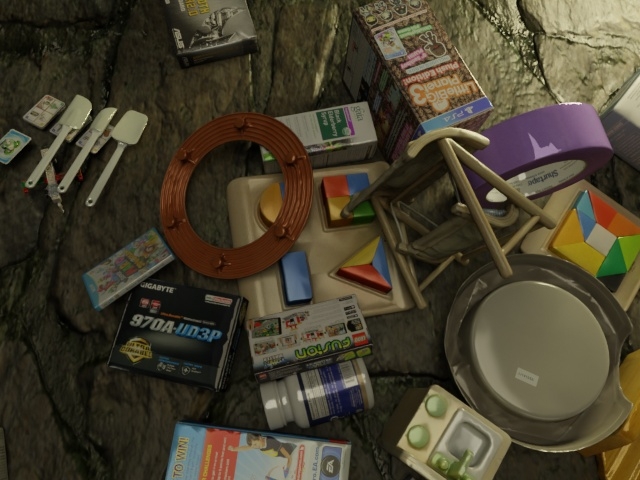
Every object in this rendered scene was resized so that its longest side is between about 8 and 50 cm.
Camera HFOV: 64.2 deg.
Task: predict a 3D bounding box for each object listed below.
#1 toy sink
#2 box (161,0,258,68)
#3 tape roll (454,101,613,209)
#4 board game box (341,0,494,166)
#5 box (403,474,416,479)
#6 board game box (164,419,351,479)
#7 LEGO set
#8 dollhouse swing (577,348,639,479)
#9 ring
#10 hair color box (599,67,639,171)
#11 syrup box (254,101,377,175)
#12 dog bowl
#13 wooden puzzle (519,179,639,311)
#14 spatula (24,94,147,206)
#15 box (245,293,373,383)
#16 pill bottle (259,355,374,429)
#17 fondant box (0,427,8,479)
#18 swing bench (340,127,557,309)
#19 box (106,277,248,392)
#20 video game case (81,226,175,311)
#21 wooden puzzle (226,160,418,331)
[{"bbox_3d":[0.204,0.333,0.840,0.153,0.234,0.131,33,75,8],"label":"toy sink"},{"bbox_3d":[-0.259,-0.519,1.158,0.183,0.056,0.230,-16,75,-7],"label":"box"},{"bbox_3d":[0.392,-0.149,0.969,0.275,0.275,0.090,-12,74,-6],"label":"tape roll"},{"bbox_3d":[0.176,-0.297,1.025,0.141,0.232,0.291,-24,77,-10],"label":"board game box"},{"bbox_3d":[0.175,0.532,0.883,0.145,0.038,0.186,-41,79,-13],"label":"box"},{"bbox_3d":[-0.115,0.480,0.858,0.302,0.086,0.308,8,73,0],"label":"board game box"},{"bbox_3d":[-0.565,-0.173,1.056,0.183,0.060,0.244,26,62,5],"label":"LEGO set"},{"bbox_3d":[0.703,0.349,0.826,0.347,0.305,0.315,38,75,7],"label":"dollhouse swing"},{"bbox_3d":[-0.174,-0.094,0.987,0.337,0.032,0.336,-3,79,18],"label":"ring"},{"bbox_3d":[0.798,-0.203,1.091,0.374,0.113,0.185,40,76,9],"label":"hair color box"},{"bbox_3d":[-0.009,-0.208,1.060,0.237,0.096,0.093,-12,76,-5],"label":"syrup box"},{"bbox_3d":[0.391,0.203,0.945,0.349,0.102,0.348,0,69,-1],"label":"dog bowl"},{"bbox_3d":[0.567,0.002,1.054,0.239,0.044,0.221,35,75,7],"label":"wooden puzzle"},{"bbox_3d":[-0.475,-0.187,1.041,0.168,0.019,0.242,19,63,-4],"label":"spatula"},{"bbox_3d":[-0.022,0.171,0.903,0.207,0.036,0.114,-13,48,-5],"label":"box"},{"bbox_3d":[-0.008,0.270,0.911,0.187,0.112,0.111,-14,75,-6],"label":"pill bottle"},{"bbox_3d":[-0.641,0.502,0.820,0.239,0.096,0.330,-13,74,-7],"label":"fondant box"},{"bbox_3d":[0.208,-0.045,0.896,0.165,0.253,0.254,-39,90,-28],"label":"swing bench"},{"bbox_3d":[-0.260,0.171,0.943,0.220,0.051,0.175,10,74,10],"label":"box"},{"bbox_3d":[-0.368,0.051,0.974,0.166,0.015,0.119,-37,43,-12],"label":"video game case"},{"bbox_3d":[0.000,0.000,1.007,0.348,0.080,0.322,-9,75,-5],"label":"wooden puzzle"}]
